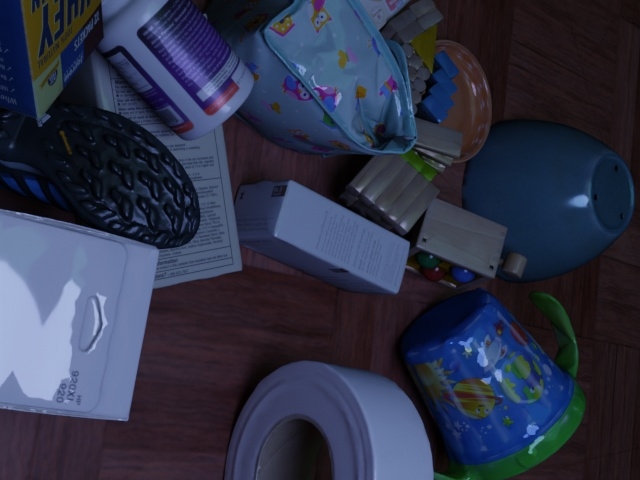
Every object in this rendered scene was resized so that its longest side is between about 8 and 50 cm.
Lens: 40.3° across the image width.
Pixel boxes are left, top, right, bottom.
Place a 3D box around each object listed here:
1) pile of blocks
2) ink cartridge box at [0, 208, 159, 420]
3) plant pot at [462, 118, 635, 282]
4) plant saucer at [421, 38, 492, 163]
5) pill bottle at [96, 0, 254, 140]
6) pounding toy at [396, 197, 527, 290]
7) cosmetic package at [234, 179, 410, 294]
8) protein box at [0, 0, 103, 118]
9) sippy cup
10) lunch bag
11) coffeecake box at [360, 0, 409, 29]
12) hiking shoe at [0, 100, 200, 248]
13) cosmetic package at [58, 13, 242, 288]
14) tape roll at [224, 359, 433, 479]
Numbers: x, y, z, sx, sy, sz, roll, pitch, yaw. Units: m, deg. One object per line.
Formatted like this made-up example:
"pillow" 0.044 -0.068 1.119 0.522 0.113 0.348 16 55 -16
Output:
"pile of blocks" 0.123 -0.173 1.285 0.149 0.112 0.362 18 73 -13
"ink cartridge box" -0.297 0.072 0.856 0.168 0.233 0.171 15 78 -39
"plant pot" 0.409 -0.071 1.478 0.290 0.195 0.290 2 87 -40
"plant saucer" 0.201 -0.223 1.413 0.200 0.037 0.199 2 86 -39
"pill bottle" -0.168 -0.208 0.913 0.193 0.108 0.108 49 60 -27
"pounding toy" 0.216 0.033 1.336 0.206 0.181 0.094 22 73 -9
"cosmetic package" 0.000 0.000 1.184 0.231 0.117 0.085 24 74 -36
"protein box" -0.310 -0.246 0.749 0.200 0.201 0.136 17 50 4
"sippy cup" 0.243 0.205 1.324 0.224 0.240 0.305 54 35 -12
"lunch bag" -0.017 -0.204 1.109 0.262 0.223 0.160 44 67 -31
"coffeecake box" 0.053 -0.411 1.278 0.142 0.068 0.185 -48 117 -32
"hiking shoe" -0.262 -0.084 0.896 0.304 0.132 0.113 31 73 -12
"cosmetic package" -0.203 -0.101 1.022 0.160 0.113 0.309 -10 94 -39
"tape roll" 0.001 0.293 1.064 0.100 0.286 0.286 17 77 -39
